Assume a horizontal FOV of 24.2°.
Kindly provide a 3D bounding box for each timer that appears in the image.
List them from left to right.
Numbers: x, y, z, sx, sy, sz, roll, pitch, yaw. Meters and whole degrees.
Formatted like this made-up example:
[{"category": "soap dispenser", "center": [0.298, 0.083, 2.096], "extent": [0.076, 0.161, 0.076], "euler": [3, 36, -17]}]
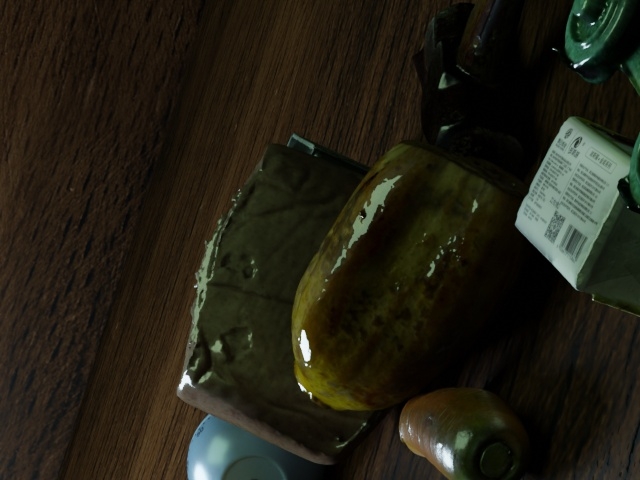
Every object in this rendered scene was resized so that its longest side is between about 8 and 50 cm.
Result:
[{"category": "timer", "center": [-0.066, 0.263, 1.752], "extent": [0.255, 0.175, 0.175], "euler": [48, -121, -77]}]

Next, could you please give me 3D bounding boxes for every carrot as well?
[{"category": "carrot", "center": [0.123, 0.166, 1.310], "extent": [0.193, 0.087, 0.087], "euler": [-156, 85, -76]}]

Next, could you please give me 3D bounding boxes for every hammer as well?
[{"category": "hammer", "center": [0.179, -0.261, 1.438], "extent": [0.242, 0.095, 0.408], "euler": [-90, 10, -49]}]

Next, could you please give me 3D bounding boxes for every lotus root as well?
[{"category": "lotus root", "center": [0.083, 0.039, 1.397], "extent": [0.291, 0.193, 0.193], "euler": [-58, 20, 23]}]

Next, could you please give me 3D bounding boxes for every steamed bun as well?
[{"category": "steamed bun", "center": [-0.018, 0.071, 1.586], "extent": [0.199, 0.252, 0.301], "euler": [142, 149, -77]}]

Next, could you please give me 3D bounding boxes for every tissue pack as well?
[{"category": "tissue pack", "center": [0.228, -0.018, 1.139], "extent": [0.106, 0.099, 0.148], "euler": [-65, 17, 13]}]

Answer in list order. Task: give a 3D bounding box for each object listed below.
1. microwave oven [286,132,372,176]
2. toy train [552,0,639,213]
[{"category": "microwave oven", "center": [0.000, 0.000, 1.753], "extent": [0.205, 0.163, 0.129], "euler": [-66, 19, 5]}, {"category": "toy train", "center": [0.296, -0.142, 1.003], "extent": [0.237, 0.150, 0.369], "euler": [-55, 24, 27]}]
